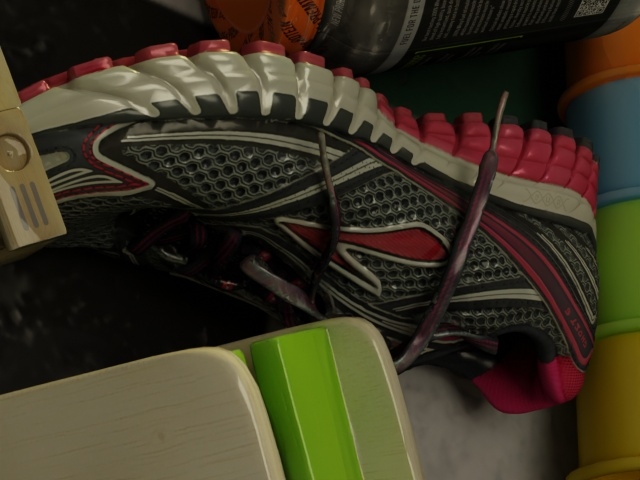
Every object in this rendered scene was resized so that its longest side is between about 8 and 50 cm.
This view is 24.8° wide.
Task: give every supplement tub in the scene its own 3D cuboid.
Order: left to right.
[{"bbox_3d":[0.049,-0.135,0.632,0.190,0.117,0.117,-13,82,-27],"label":"supplement tub"}]

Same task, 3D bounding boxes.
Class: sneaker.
[{"bbox_3d":[0.000,0.000,0.563,0.299,0.121,0.112,9,72,-32],"label":"sneaker"}]

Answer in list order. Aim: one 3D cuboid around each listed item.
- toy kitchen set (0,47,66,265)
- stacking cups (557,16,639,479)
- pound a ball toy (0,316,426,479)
[{"bbox_3d":[-0.119,-0.027,0.411,0.083,0.068,0.075,-19,87,-37],"label":"toy kitchen set"},{"bbox_3d":[0.162,-0.035,0.706,0.096,0.096,0.316,15,64,-29],"label":"stacking cups"},{"bbox_3d":[-0.008,0.192,0.483,0.208,0.136,0.319,-5,80,-69],"label":"pound a ball toy"}]
